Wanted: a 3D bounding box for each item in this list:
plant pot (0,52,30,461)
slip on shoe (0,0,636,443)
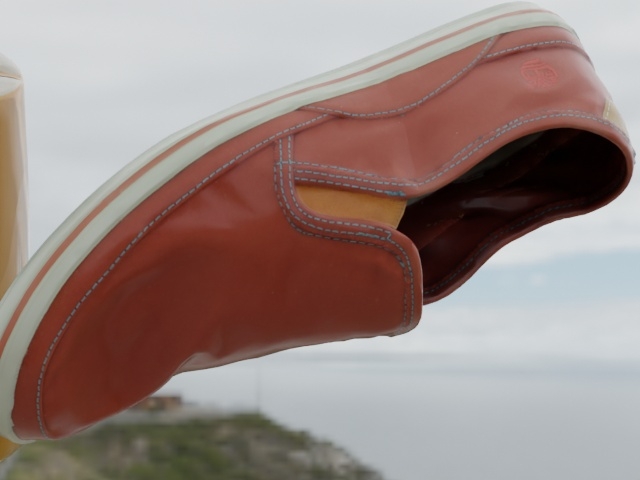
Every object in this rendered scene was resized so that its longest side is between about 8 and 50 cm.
[{"bbox_3d":[-0.229,-0.007,0.916,0.205,0.188,0.205,13,21,-5],"label":"plant pot"},{"bbox_3d":[0.000,0.000,0.803,0.331,0.101,0.123,-27,-33,-20],"label":"slip on shoe"}]
